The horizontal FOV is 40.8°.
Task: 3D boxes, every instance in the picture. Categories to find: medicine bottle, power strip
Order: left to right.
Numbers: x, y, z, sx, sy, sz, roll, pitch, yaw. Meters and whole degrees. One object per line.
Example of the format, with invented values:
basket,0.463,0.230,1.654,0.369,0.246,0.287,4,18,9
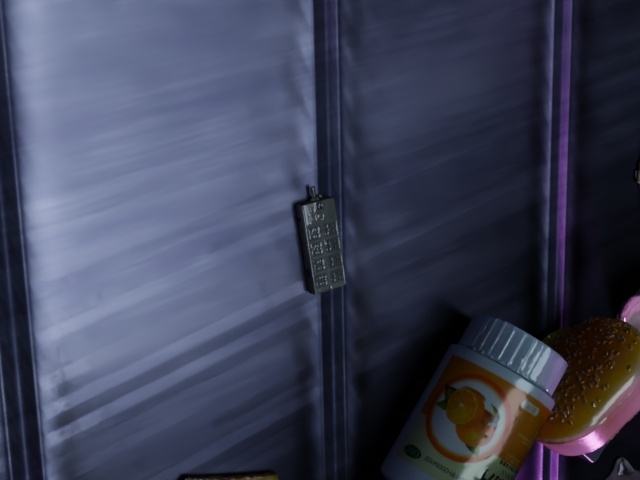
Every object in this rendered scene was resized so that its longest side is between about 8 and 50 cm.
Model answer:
power strip,0.000,0.000,1.052,0.051,0.019,0.136,-14,106,-25
medicine bottle,0.189,0.262,1.127,0.158,0.158,0.318,35,80,-30

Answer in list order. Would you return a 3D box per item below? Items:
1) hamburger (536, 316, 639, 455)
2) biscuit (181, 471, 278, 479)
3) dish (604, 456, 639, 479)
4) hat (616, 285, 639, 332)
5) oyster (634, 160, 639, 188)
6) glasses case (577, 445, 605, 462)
hamburger,0.367,0.201,1.211,0.210,0.173,0.116,-42,105,-4
biscuit,-0.121,0.382,1.052,0.144,0.016,0.203,3,96,-30
dish,0.503,0.478,1.386,0.228,0.086,0.236,28,84,-30
hat,0.593,0.083,1.341,0.226,0.164,0.219,-38,133,-28
oyster,0.609,-0.176,1.334,0.294,0.094,0.166,-52,127,-5
glasses case,0.440,0.249,1.336,0.078,0.039,0.184,42,78,-29
